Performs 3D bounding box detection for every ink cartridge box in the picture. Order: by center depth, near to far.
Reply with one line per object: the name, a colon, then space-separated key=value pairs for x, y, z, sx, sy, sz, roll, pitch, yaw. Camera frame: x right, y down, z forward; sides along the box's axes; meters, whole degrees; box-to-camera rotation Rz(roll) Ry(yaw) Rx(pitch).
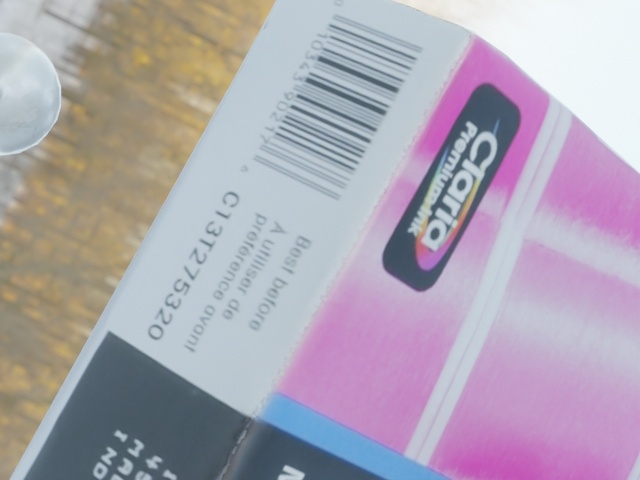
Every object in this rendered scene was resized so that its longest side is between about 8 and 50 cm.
ink cartridge box: x=0.073 y=0.087 z=0.518 sx=0.069 sy=0.371 sz=0.176 roll=27 pitch=-93 yaw=40

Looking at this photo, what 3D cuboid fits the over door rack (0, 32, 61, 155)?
over door rack: x=0.000 y=0.000 z=0.314 sx=0.108 sy=0.324 sz=0.239 roll=55 pitch=-45 yaw=42
